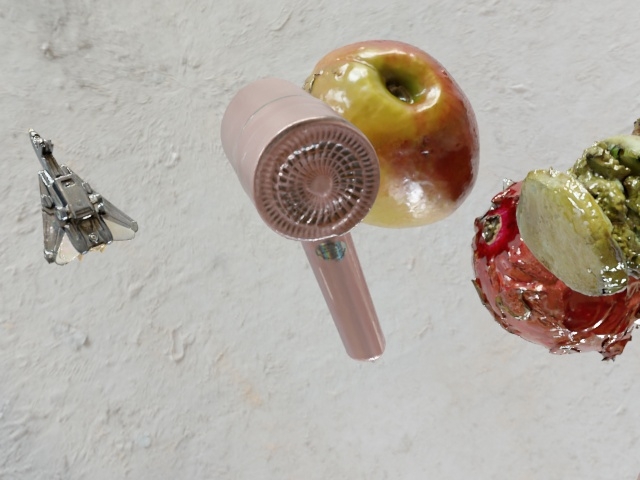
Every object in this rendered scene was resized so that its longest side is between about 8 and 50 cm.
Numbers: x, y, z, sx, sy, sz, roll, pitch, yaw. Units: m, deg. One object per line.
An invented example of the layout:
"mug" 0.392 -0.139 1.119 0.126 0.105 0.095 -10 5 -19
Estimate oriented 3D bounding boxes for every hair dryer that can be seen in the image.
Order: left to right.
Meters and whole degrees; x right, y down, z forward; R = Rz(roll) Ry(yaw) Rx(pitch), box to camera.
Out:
"hair dryer" 0.000 0.000 0.720 0.125 0.210 0.353 -23 119 -8

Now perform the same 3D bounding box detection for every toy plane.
"toy plane" -0.537 -0.113 1.322 0.204 0.103 0.316 -26 88 -36

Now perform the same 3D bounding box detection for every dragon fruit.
"dragon fruit" 0.395 0.036 1.012 0.301 0.295 0.296 24 98 -19

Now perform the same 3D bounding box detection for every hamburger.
"hamburger" 0.295 -0.019 0.646 0.131 0.159 0.185 -26 143 -7

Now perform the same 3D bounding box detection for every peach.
"peach" 0.114 -0.176 1.124 0.372 0.372 0.290 24 71 -16

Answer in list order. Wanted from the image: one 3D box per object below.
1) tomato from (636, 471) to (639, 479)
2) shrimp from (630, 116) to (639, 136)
"tomato" 0.513 0.317 0.737 0.338 0.338 0.144 -35 102 -2
"shrimp" 0.713 -0.220 1.401 0.115 0.051 0.217 -60 152 -28
